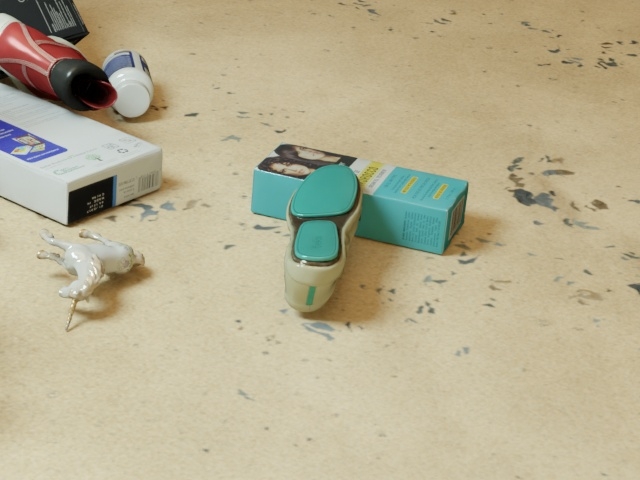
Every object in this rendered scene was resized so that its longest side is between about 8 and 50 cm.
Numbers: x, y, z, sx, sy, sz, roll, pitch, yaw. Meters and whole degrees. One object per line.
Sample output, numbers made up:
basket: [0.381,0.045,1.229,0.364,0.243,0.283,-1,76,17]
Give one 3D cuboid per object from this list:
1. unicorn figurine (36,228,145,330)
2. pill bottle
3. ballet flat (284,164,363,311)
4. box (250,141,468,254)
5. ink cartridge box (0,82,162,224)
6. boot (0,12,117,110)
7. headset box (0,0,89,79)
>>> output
unicorn figurine: [-0.250,0.024,1.667,0.111,0.060,0.162,22,31,33]
pill bottle: [-0.264,-0.213,2.143,0.067,0.067,0.120,-1,26,-12]
ballet flat: [0.000,0.000,1.733,0.086,0.086,0.248,8,29,6]
box: [0.047,-0.053,1.875,0.244,0.060,0.100,13,27,16]
ink cartridge box: [-0.371,-0.118,1.936,0.332,0.065,0.165,24,32,32]
boot: [-0.321,-0.205,2.047,0.176,0.088,0.244,29,1,18]
headset box: [-0.503,-0.337,2.135,0.131,0.246,0.283,-27,0,43]
